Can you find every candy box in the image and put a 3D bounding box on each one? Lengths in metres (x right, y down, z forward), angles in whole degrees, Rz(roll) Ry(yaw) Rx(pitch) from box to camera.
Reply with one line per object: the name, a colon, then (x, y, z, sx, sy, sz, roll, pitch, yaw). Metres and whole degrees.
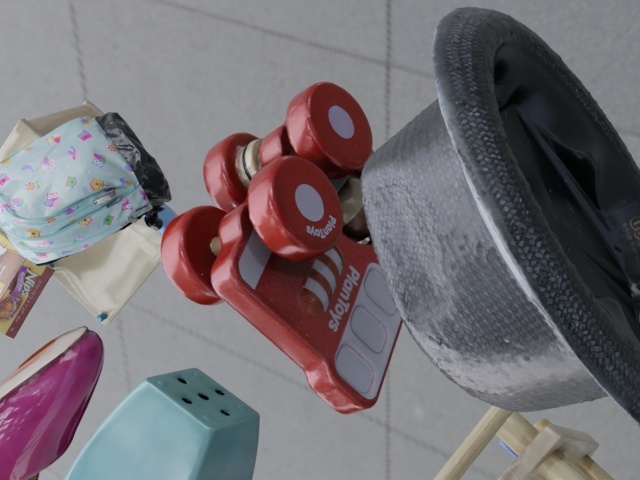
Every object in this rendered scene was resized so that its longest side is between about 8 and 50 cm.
candy box: (-0.439, 0.046, 1.604, 0.053, 0.109, 0.187, 33, 176, -41)

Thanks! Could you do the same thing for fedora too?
fedora: (0.137, 0.008, 0.842, 0.152, 0.334, 0.334, -31, 94, 29)

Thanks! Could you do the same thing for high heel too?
high heel: (-0.223, 0.220, 0.918, 0.181, 0.127, 0.377, 43, 126, -2)

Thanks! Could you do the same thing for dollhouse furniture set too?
dollhouse furniture set: (-0.335, -0.007, 1.732, 0.303, 0.198, 0.286, 42, 113, 4)

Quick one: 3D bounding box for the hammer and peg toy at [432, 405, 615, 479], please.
hammer and peg toy: (0.208, 0.310, 1.369, 0.127, 0.361, 0.266, 43, 96, 25)

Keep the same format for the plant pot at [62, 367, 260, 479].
plant pot: (-0.180, 0.273, 1.351, 0.166, 0.165, 0.234, 32, 106, 24)

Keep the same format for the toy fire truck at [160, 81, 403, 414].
toy fire truck: (0.000, 0.000, 1.233, 0.169, 0.302, 0.254, -26, 118, 38)

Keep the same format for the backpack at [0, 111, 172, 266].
backpack: (-0.277, -0.059, 1.328, 0.152, 0.182, 0.115, 49, 162, 33)
